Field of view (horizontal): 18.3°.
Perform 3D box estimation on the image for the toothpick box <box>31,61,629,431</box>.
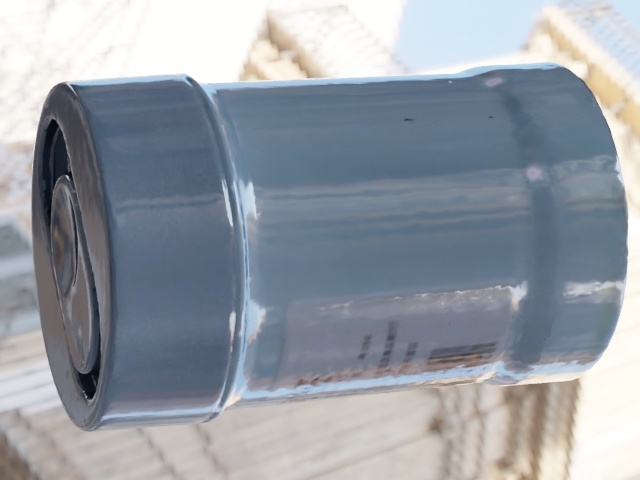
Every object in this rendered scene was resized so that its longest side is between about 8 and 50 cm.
[{"bbox_3d":[0.000,0.000,0.585,0.101,0.153,0.101,177,-90,-70],"label":"toothpick box"}]
